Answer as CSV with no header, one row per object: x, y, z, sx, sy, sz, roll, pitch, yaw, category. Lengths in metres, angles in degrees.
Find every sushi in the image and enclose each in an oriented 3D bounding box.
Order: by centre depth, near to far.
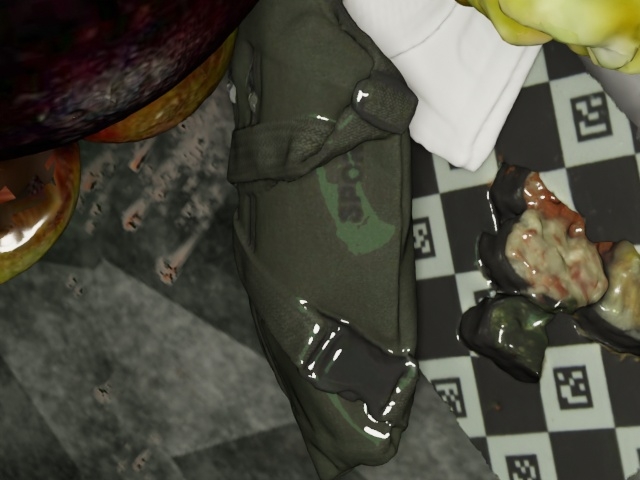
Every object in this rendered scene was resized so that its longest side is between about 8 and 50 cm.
0.133,0.016,1.022,0.231,0.047,0.220,54,132,25,sushi

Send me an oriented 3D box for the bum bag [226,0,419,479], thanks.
0.000,0.000,1.052,0.142,0.079,0.326,26,130,48,bum bag

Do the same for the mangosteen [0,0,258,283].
-0.190,-0.185,0.929,0.382,0.382,0.435,30,138,11,mangosteen

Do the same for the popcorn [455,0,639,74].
0.135,-0.238,0.785,0.274,0.279,0.335,2,102,31,popcorn

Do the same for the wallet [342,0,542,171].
0.071,-0.136,0.993,0.124,0.032,0.183,42,126,26,wallet
